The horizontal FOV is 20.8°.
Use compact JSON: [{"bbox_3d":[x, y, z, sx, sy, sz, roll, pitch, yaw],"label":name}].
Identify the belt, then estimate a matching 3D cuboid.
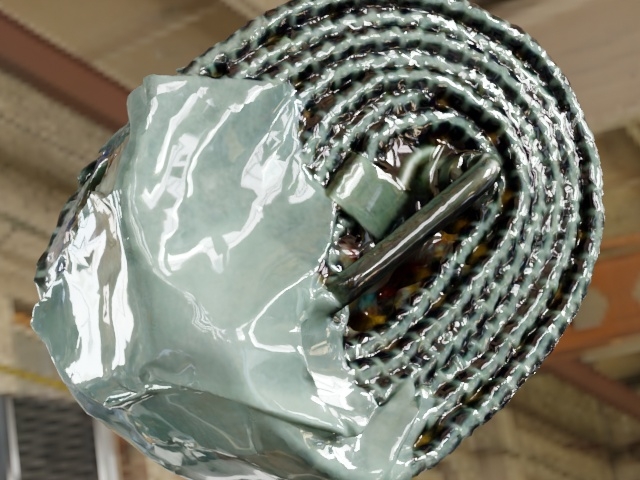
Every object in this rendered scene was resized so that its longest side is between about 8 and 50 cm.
[{"bbox_3d":[0.000,0.000,0.797,0.257,0.207,0.150,-38,4,-27],"label":"belt"}]
